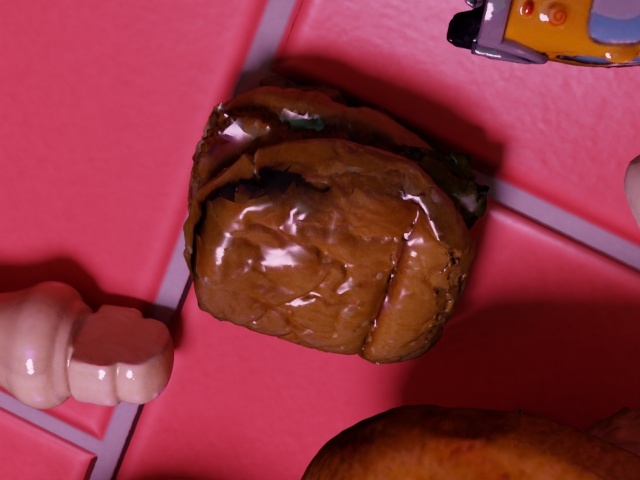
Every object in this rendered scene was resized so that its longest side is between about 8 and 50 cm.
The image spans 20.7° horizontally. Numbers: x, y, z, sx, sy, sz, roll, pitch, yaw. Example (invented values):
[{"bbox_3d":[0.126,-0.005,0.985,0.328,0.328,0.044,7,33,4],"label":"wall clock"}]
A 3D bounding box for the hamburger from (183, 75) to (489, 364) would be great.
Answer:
[{"bbox_3d":[0.000,0.000,1.182,0.206,0.130,0.183,22,130,2],"label":"hamburger"}]

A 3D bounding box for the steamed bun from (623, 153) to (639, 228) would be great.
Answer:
[{"bbox_3d":[0.344,-0.016,0.955,0.320,0.275,0.206,13,135,-36],"label":"steamed bun"}]

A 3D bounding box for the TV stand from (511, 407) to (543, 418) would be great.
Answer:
[{"bbox_3d":[0.087,0.205,1.342,0.042,0.036,0.249,40,127,-10],"label":"TV stand"}]

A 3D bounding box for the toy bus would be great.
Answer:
[{"bbox_3d":[0.147,-0.154,0.971,0.136,0.209,0.126,12,96,3],"label":"toy bus"}]

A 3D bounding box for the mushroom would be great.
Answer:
[{"bbox_3d":[0.163,0.217,1.200,0.345,0.260,0.345,24,153,13],"label":"mushroom"}]

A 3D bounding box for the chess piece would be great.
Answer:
[{"bbox_3d":[-0.304,0.062,1.352,0.397,0.117,0.117,8,125,13],"label":"chess piece"}]
